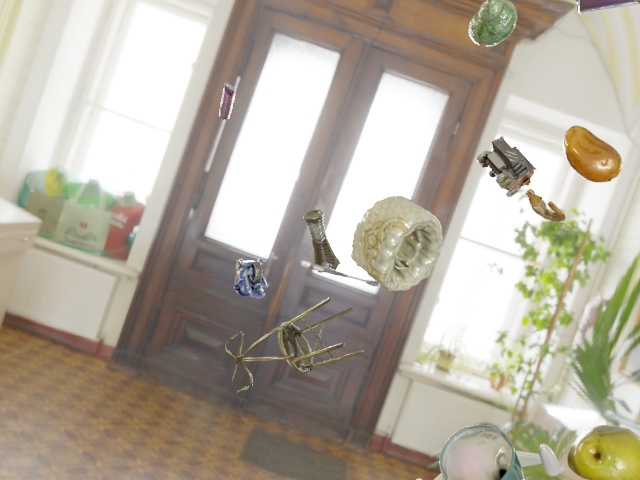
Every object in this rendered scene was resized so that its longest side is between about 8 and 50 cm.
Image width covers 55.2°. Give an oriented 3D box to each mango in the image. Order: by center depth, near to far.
[{"bbox_3d":[0.645,-0.201,1.476,0.159,0.105,0.084,50,-13,30],"label":"mango"}]

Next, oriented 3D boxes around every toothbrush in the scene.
[{"bbox_3d":[0.068,0.116,2.094,0.288,0.024,0.026,17,7,-13],"label":"toothbrush"}]

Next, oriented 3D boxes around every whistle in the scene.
[{"bbox_3d":[-0.259,-0.384,1.697,0.033,0.033,0.176,19,-20,-9],"label":"whistle"}]

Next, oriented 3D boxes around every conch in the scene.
[{"bbox_3d":[0.625,-0.798,2.236,0.176,0.188,0.122,31,45,29],"label":"conch"}]

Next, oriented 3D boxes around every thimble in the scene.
[{"bbox_3d":[0.244,0.011,1.994,0.291,0.291,0.195,17,17,-44],"label":"thimble"}]

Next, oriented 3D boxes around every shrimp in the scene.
[{"bbox_3d":[0.623,-0.091,1.702,0.162,0.045,0.095,37,6,-37],"label":"shrimp"}]

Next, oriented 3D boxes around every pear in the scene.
[{"bbox_3d":[0.523,0.384,1.104,0.141,0.104,0.141,16,-4,1],"label":"pear"}]

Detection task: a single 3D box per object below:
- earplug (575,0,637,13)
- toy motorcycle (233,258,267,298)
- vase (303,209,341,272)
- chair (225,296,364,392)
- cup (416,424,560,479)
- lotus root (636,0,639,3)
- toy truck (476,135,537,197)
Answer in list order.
[{"bbox_3d":[0.930,-0.748,1.642,0.456,0.215,0.215,0,-5,20],"label":"earplug"},{"bbox_3d":[-0.204,0.110,1.740,0.076,0.114,0.205,-4,2,-24],"label":"toy motorcycle"},{"bbox_3d":[0.000,0.000,2.361,0.115,0.237,0.115,-12,27,6],"label":"vase"},{"bbox_3d":[-0.070,0.277,1.600,0.170,0.326,0.159,31,36,-55],"label":"chair"},{"bbox_3d":[0.351,0.509,1.285,0.300,0.173,0.167,-20,25,12],"label":"cup"},{"bbox_3d":[0.731,-0.607,1.300,0.118,0.221,0.125,22,-5,46],"label":"lotus root"},{"bbox_3d":[0.433,-0.170,1.411,0.083,0.092,0.192,56,16,25],"label":"toy truck"}]
